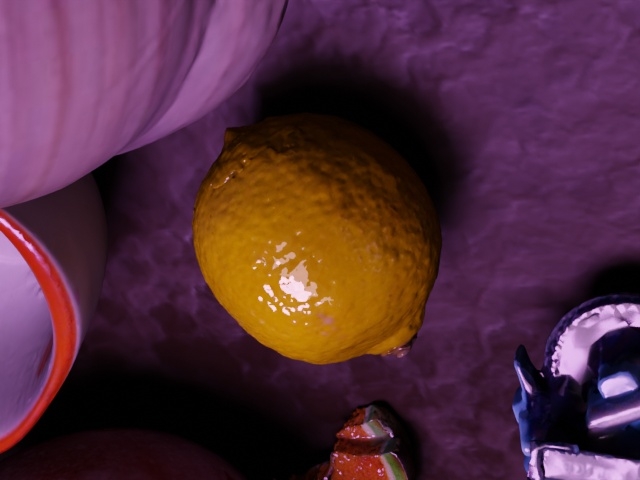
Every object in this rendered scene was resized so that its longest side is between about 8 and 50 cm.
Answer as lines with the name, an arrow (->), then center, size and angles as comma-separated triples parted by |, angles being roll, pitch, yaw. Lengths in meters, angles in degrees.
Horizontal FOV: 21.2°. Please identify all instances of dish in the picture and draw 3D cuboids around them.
dish -> -0.217, -0.015, 0.845 | 0.256, 0.117, 0.256 | 11, 135, 11

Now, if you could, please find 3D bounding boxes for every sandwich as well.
sandwich -> 0.014, 0.143, 0.972 | 0.067, 0.029, 0.135 | 40, 135, -10

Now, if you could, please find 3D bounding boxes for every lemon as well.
lemon -> 0.000, 0.000, 0.780 | 0.133, 0.109, 0.109 | 49, 132, -6

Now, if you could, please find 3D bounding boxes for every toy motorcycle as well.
toy motorcycle -> 0.223, 0.115, 0.807 | 0.272, 0.123, 0.182 | 7, 113, 13

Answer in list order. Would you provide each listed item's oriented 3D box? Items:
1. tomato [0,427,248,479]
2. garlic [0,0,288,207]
tomato -> -0.131, 0.240, 0.940 | 0.227, 0.270, 0.270 | 6, 154, -45
garlic -> -0.149, -0.137, 0.563 | 0.317, 0.317, 0.259 | 12, 124, 11
